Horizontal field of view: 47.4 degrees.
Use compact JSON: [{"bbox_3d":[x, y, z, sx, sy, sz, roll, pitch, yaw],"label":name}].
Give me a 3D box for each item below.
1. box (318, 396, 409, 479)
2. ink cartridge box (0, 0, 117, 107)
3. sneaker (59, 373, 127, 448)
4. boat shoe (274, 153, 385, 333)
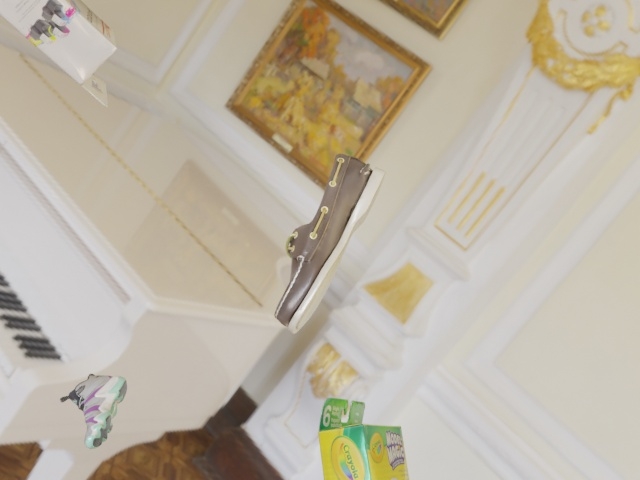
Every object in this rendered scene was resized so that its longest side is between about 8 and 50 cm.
[{"bbox_3d":[0.042,0.212,0.568,0.105,0.043,0.179,32,45,-64],"label":"box"},{"bbox_3d":[-0.288,-0.242,0.811,0.181,0.061,0.104,43,8,-32],"label":"ink cartridge box"},{"bbox_3d":[-0.274,0.197,0.853,0.069,0.038,0.098,10,37,3],"label":"sneaker"},{"bbox_3d":[0.000,0.000,1.235,0.096,0.324,0.116,27,-14,6],"label":"boat shoe"}]
